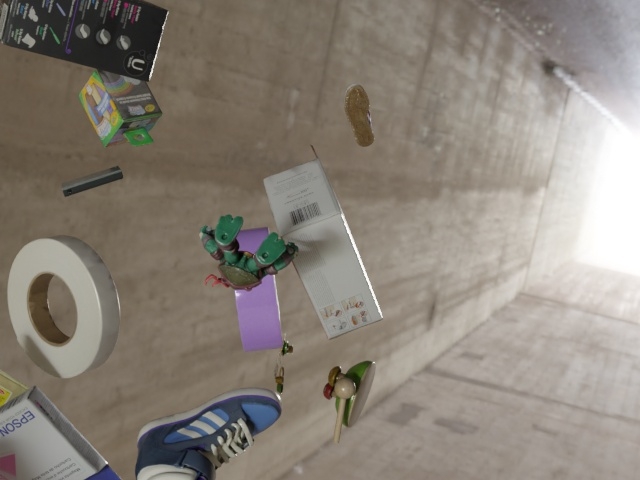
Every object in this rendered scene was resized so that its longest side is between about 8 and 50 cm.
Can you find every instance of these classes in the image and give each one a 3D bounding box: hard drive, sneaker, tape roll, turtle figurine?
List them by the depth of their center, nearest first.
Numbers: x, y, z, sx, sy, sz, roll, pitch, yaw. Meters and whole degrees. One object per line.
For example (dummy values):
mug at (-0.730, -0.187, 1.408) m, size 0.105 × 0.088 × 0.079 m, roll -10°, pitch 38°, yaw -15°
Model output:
sneaker at (0.059, -0.216, 1.447) m, size 0.042 × 0.118 × 0.067 m, roll -12°, pitch -136°, yaw 2°
turtle figurine at (-0.126, 0.029, 1.529) m, size 0.175 × 0.118 × 0.234 m, roll 8°, pitch 165°, yaw -5°
sneaker at (-0.215, 0.443, 1.806) m, size 0.323 × 0.130 × 0.236 m, roll -16°, pitch -144°, yaw -5°
tape roll at (-0.143, 0.109, 1.997) m, size 0.090 × 0.274 × 0.275 m, roll -8°, pitch -172°, yaw -2°
hard drive at (-0.513, -0.134, 2.002) m, size 0.135 × 0.022 × 0.094 m, roll -19°, pitch -165°, yaw -13°
tape roll at (-0.704, 0.180, 2.419) m, size 0.392 × 0.391 × 0.072 m, roll 15°, pitch -163°, yaw 31°

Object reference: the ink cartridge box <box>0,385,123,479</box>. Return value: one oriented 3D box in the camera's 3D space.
ink cartridge box at (-0.675, 0.536, 2.044) m, size 0.330 × 0.324 × 0.071 m, roll 53°, pitch -164°, yaw -16°

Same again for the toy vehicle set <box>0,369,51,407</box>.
toy vehicle set at (-0.838, 0.409, 2.242) m, size 0.267 × 0.166 × 0.035 m, roll 37°, pitch 151°, yaw -17°

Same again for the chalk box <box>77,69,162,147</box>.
chalk box at (-0.514, -0.334, 2.333) m, size 0.132 × 0.213 × 0.132 m, roll -19°, pitch 167°, yaw -43°

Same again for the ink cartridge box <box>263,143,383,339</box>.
ink cartridge box at (0.000, 0.000, 1.859) m, size 0.130 × 0.309 × 0.271 m, roll -21°, pitch -142°, yaw 2°

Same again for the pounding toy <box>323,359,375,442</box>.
pounding toy at (0.053, 0.391, 2.309) m, size 0.110 × 0.182 × 0.237 m, roll 19°, pitch -163°, yaw 16°

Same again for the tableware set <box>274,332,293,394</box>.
tableware set at (-0.098, 0.338, 2.423) m, size 0.024 × 0.104 × 0.154 m, roll 3°, pitch -140°, yaw 9°

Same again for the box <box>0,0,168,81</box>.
box at (-0.443, -0.403, 1.641) m, size 0.271 × 0.143 × 0.165 m, roll 11°, pitch -165°, yaw -27°
